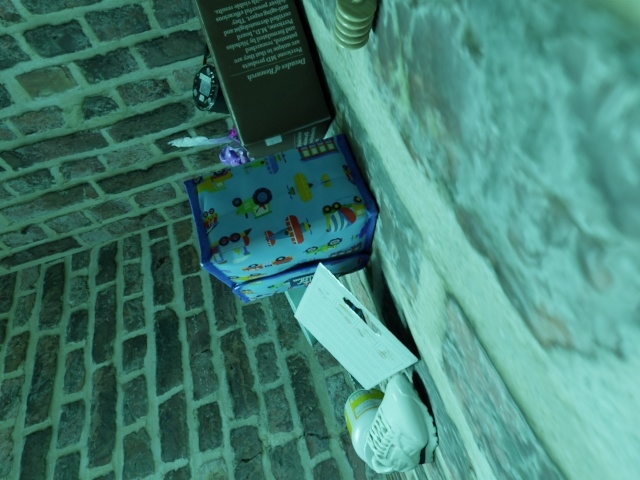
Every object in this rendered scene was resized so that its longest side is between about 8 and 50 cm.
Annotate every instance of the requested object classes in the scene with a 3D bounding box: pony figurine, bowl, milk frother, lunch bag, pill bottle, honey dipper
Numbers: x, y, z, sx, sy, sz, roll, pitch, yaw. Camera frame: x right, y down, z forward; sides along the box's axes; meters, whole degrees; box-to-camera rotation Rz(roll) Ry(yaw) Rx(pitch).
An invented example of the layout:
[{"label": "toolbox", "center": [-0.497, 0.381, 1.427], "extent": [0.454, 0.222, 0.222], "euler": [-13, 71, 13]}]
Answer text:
[{"label": "pony figurine", "center": [-0.179, -0.273, 1.117], "extent": [0.363, 0.303, 0.351], "euler": [57, -166, -9]}, {"label": "bowl", "center": [-0.026, 0.178, 1.402], "extent": [0.311, 0.163, 0.311], "euler": [156, 90, -82]}, {"label": "milk frother", "center": [-0.163, -0.317, 0.805], "extent": [0.129, 0.135, 0.143], "euler": [54, 125, 25]}, {"label": "lunch bag", "center": [-0.044, 0.006, 0.650], "extent": [0.293, 0.221, 0.138], "euler": [80, 171, -63]}, {"label": "pill bottle", "center": [0.120, 0.403, 0.901], "extent": [0.208, 0.118, 0.117], "euler": [148, 104, -86]}, {"label": "honey dipper", "center": [0.028, -0.182, 0.259], "extent": [0.160, 0.031, 0.030], "euler": [102, 150, -77]}]

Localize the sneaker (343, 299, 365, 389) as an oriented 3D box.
[{"label": "sneaker", "center": [0.090, 0.245, 0.988], "extent": [0.081, 0.080, 0.211], "euler": [67, -169, -55]}]

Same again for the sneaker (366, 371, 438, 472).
[{"label": "sneaker", "center": [0.117, 0.292, 0.641], "extent": [0.090, 0.095, 0.234], "euler": [-110, 6, -52]}]

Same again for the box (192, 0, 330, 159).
[{"label": "box", "center": [-0.107, -0.329, 0.641], "extent": [0.191, 0.143, 0.380], "euler": [-126, 20, -84]}]

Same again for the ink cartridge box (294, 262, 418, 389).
[{"label": "ink cartridge box", "center": [0.056, 0.134, 0.666], "extent": [0.189, 0.066, 0.232], "euler": [44, 147, 12]}]
